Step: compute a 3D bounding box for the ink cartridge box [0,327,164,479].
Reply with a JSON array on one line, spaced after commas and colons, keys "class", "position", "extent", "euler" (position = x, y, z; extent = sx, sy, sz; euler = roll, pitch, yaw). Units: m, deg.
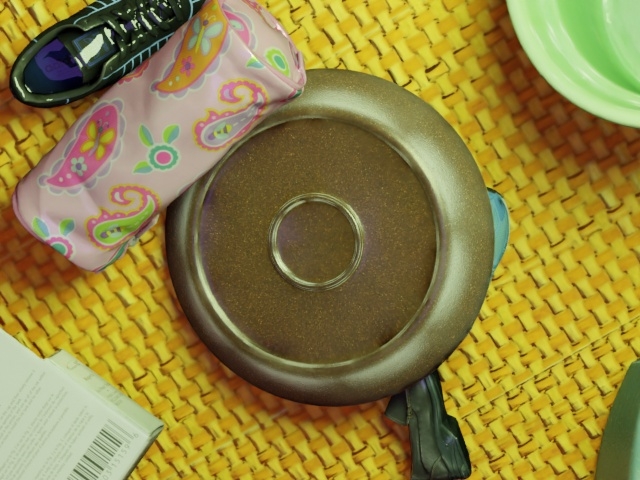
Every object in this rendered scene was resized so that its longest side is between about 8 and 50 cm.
[{"class": "ink cartridge box", "position": [-0.323, 0.216, 1.502], "extent": [0.239, 0.060, 0.275], "euler": [36, 100, 4]}]

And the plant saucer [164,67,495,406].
[{"class": "plant saucer", "position": [0.000, 0.000, 1.420], "extent": [0.310, 0.050, 0.310], "euler": [1, 94, 13]}]

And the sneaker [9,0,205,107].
[{"class": "sneaker", "position": [-0.171, -0.183, 1.399], "extent": [0.232, 0.090, 0.081], "euler": [-30, 100, 7]}]

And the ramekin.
[{"class": "ramekin", "position": [0.318, -0.228, 1.298], "extent": [0.303, 0.148, 0.303], "euler": [-5, 81, 32]}]

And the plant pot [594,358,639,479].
[{"class": "plant pot", "position": [0.370, 0.222, 1.413], "extent": [0.248, 0.247, 0.252], "euler": [-5, 85, 1]}]

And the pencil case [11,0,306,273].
[{"class": "pencil case", "position": [-0.141, -0.091, 1.381], "extent": [0.284, 0.124, 0.124], "euler": [-41, 99, 20]}]

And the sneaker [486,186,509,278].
[{"class": "sneaker", "position": [0.137, 0.030, 1.452], "extent": [0.063, 0.073, 0.162], "euler": [13, 102, -2]}]

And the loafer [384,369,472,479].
[{"class": "loafer", "position": [0.089, 0.155, 1.487], "extent": [0.061, 0.062, 0.170], "euler": [-18, 100, 9]}]
